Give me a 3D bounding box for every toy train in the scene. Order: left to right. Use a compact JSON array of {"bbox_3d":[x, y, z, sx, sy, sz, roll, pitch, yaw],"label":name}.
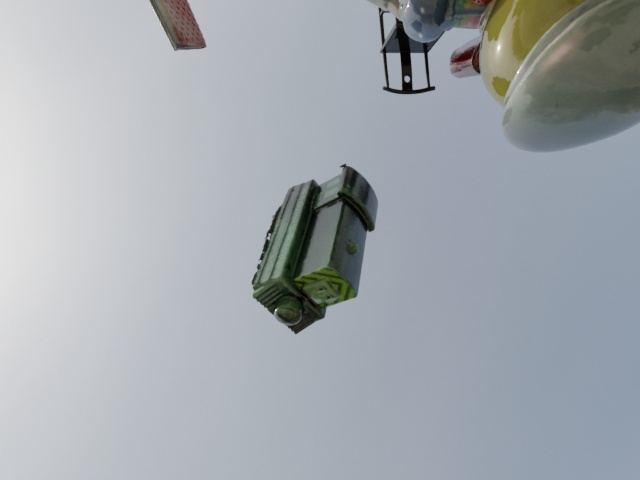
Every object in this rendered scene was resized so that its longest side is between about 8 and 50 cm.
[{"bbox_3d":[0.000,0.000,0.778,0.178,0.331,0.138,-23,-56,31],"label":"toy train"}]

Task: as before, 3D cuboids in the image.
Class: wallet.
[{"bbox_3d":[-0.268,-0.429,0.739,0.020,0.103,0.197,-17,-73,25],"label":"wallet"}]

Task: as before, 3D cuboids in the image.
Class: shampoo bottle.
[{"bbox_3d":[0.336,-0.399,0.923,0.064,0.260,0.102,42,-74,-10],"label":"shampoo bottle"}]

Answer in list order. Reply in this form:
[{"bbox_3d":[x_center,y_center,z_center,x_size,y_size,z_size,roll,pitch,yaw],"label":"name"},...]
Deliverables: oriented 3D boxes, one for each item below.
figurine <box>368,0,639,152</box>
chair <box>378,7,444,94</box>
[{"bbox_3d":[0.204,-0.236,0.499,0.381,0.224,0.205,32,-87,27],"label":"figurine"},{"bbox_3d":[0.241,-0.541,1.136,0.154,0.141,0.261,-4,-93,-9],"label":"chair"}]
